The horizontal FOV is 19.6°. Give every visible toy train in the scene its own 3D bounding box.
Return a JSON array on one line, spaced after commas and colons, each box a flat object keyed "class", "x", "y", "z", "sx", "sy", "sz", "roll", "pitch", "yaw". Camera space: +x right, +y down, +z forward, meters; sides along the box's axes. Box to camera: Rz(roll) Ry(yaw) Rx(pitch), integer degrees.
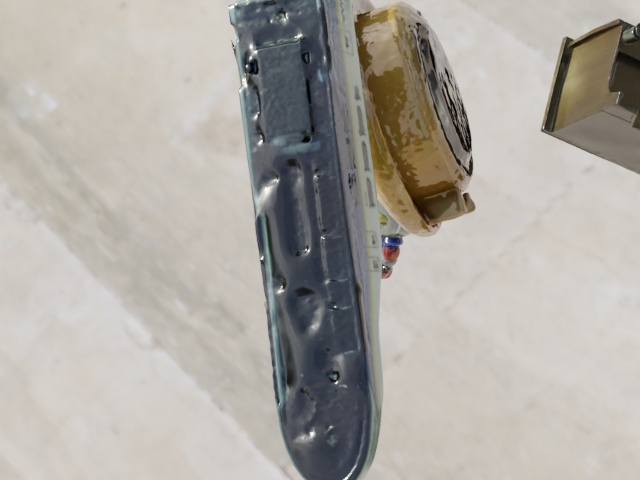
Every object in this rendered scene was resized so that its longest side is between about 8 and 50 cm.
[{"class": "toy train", "x": 0.000, "y": 0.000, "z": 0.876, "sx": 0.052, "sy": 0.051, "sz": 0.233, "roll": -10, "pitch": 84, "yaw": 24}]

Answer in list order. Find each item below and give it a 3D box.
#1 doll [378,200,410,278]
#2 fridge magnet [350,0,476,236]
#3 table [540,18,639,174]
[{"class": "doll", "x": 0.063, "y": -0.037, "z": 1.667, "sx": 0.062, "sy": 0.194, "sz": 0.104, "roll": 14, "pitch": 55, "yaw": 2}, {"class": "fridge magnet", "x": 0.042, "y": -0.071, "z": 0.997, "sx": 0.063, "sy": 0.143, "sz": 0.143, "roll": -17, "pitch": 53, "yaw": 14}, {"class": "table", "x": 0.205, "y": -0.095, "z": 1.203, "sx": 0.082, "sy": 0.083, "sz": 0.070, "roll": -22, "pitch": 49, "yaw": 63}]
